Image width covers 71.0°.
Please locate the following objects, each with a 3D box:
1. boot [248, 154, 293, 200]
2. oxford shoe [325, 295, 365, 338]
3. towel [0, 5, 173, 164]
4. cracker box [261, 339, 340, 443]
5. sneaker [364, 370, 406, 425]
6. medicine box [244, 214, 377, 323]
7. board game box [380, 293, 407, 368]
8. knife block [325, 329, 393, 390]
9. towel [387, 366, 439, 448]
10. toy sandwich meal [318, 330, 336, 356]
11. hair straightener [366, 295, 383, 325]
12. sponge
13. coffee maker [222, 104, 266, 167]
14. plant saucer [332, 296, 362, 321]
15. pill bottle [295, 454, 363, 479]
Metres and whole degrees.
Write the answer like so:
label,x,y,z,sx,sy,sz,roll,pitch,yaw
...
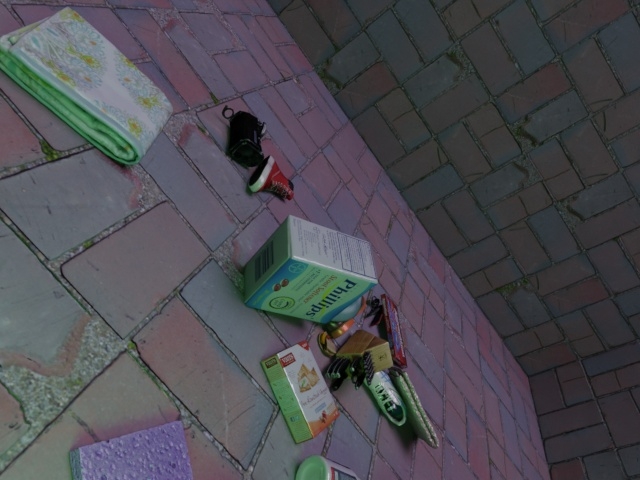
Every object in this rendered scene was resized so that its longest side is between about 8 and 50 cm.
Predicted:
label,x,y,z,sx,sy,sz,roll,pitch,yaw
boot,-0.167,-0.198,1.644,0.176,0.088,0.244,51,24,-19
oxford shoe,0.087,0.242,1.611,0.098,0.097,0.271,52,26,-1
towel,-0.569,-0.401,1.152,0.374,0.090,0.320,44,31,-28
cracker box,-0.052,0.405,1.224,0.156,0.067,0.232,-6,67,-62
sneaker,0.225,0.532,1.540,0.237,0.085,0.086,55,3,-12
medicine box,-0.033,0.095,1.289,0.289,0.263,0.149,19,45,-29
board game box,0.306,0.376,1.868,0.145,0.027,0.281,48,29,-49
knife block,0.100,0.395,1.478,0.276,0.242,0.088,-173,-110,-69
towel,0.324,0.590,1.599,0.187,0.049,0.282,104,-38,-78
toy sandwich meal,0.025,0.336,1.471,0.085,0.029,0.085,41,31,-32
hair straightener,0.235,0.276,1.879,0.089,0.047,0.230,59,26,0
sponge,-0.325,0.401,0.793,0.210,0.031,0.117,13,52,-56
coffee maker,-0.282,-0.369,1.613,0.171,0.120,0.178,15,44,-23
plant saucer,0.024,0.136,1.564,0.318,0.043,0.317,25,38,-21
pill bottle,0.034,0.610,1.110,0.180,0.108,0.108,40,32,-32
